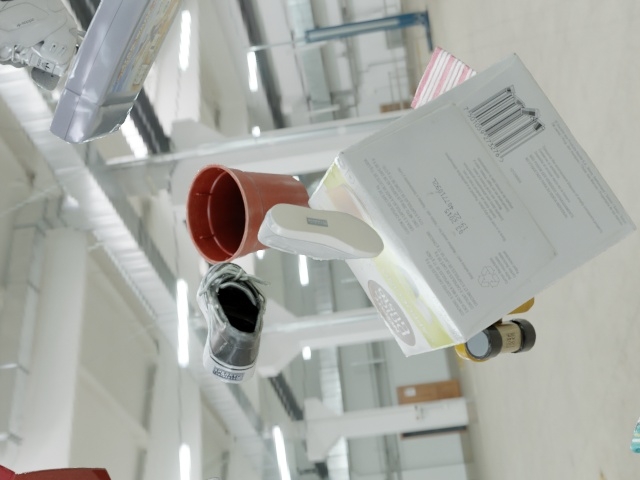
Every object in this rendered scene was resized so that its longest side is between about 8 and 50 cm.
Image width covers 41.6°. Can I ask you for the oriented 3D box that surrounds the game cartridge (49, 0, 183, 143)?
[{"bbox_3d":[-0.238,-0.260,1.058,0.297,0.062,0.198,-61,9,11],"label":"game cartridge"}]

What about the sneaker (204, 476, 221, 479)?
[{"bbox_3d":[-0.264,0.571,1.848,0.042,0.118,0.067,59,-179,-36],"label":"sneaker"}]

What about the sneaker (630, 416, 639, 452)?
[{"bbox_3d":[0.797,0.489,1.861,0.110,0.107,0.275,-67,25,9],"label":"sneaker"}]

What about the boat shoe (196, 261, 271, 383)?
[{"bbox_3d":[-0.138,0.096,1.339,0.306,0.113,0.105,-93,20,-65],"label":"boat shoe"}]

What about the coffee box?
[{"bbox_3d":[0.226,-0.042,1.405,0.338,0.338,0.334,57,166,4],"label":"coffee box"}]

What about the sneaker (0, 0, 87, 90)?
[{"bbox_3d":[-0.613,-0.375,1.633,0.210,0.137,0.366,47,-127,-6],"label":"sneaker"}]

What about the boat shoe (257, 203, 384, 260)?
[{"bbox_3d":[0.000,0.000,1.183,0.063,0.184,0.066,-50,43,43],"label":"boat shoe"}]

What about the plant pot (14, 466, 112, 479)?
[{"bbox_3d":[-0.586,0.692,1.984,0.267,0.235,0.267,48,139,39],"label":"plant pot"}]

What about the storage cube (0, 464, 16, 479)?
[{"bbox_3d":[-0.599,0.374,1.206,0.193,0.183,0.215,45,-130,-37],"label":"storage cube"}]

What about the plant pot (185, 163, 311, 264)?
[{"bbox_3d":[-0.186,-0.078,2.334,0.265,0.272,0.272,-6,-93,-44],"label":"plant pot"}]

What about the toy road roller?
[{"bbox_3d":[0.430,0.165,2.291,0.240,0.202,0.330,5,96,50],"label":"toy road roller"}]

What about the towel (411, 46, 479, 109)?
[{"bbox_3d":[0.273,-0.305,1.761,0.197,0.029,0.144,49,125,45],"label":"towel"}]
